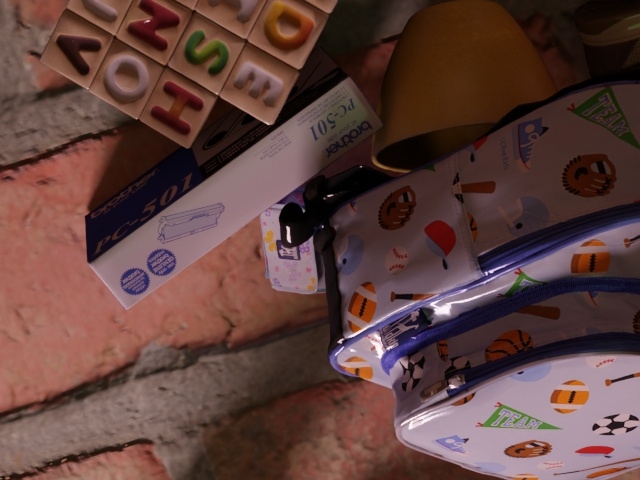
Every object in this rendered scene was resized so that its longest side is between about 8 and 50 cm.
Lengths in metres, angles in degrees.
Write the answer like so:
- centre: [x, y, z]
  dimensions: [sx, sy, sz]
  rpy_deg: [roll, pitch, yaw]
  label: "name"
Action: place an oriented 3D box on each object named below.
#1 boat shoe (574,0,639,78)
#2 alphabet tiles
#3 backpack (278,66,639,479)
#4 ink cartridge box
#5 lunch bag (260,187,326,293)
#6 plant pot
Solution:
- centre: [0.293, -0.158, 0.912]
  dimensions: [0.224, 0.080, 0.073]
  rpy_deg: [-14, 117, -1]
  label: "boat shoe"
- centre: [-0.078, -0.189, 0.807]
  dimensions: [0.198, 0.009, 0.237]
  rpy_deg: [31, 101, 8]
  label: "alphabet tiles"
- centre: [0.158, 0.027, 0.803]
  dimensions: [0.276, 0.213, 0.263]
  rpy_deg: [19, 134, -43]
  label: "backpack"
- centre: [-0.063, -0.045, 0.864]
  dimensions: [0.207, 0.097, 0.046]
  rpy_deg: [-36, 113, 3]
  label: "ink cartridge box"
- centre: [0.000, 0.000, 0.919]
  dimensions: [0.083, 0.053, 0.071]
  rpy_deg: [-4, 109, -1]
  label: "lunch bag"
- centre: [0.097, -0.107, 0.870]
  dimensions: [0.134, 0.134, 0.095]
  rpy_deg: [-3, 79, -11]
  label: "plant pot"
